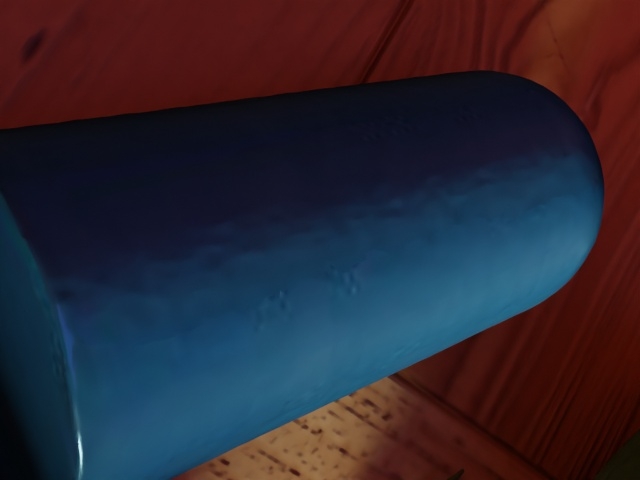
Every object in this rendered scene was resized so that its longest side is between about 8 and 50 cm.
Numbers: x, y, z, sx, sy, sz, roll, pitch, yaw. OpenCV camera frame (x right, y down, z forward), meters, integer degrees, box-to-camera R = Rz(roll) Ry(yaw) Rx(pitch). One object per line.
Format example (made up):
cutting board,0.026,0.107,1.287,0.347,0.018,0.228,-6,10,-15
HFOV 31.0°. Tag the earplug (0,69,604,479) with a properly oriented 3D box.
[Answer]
earplug,0.000,0.000,0.444,0.273,0.132,0.132,-16,104,-33

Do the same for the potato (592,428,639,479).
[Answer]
potato,0.173,0.241,0.554,0.280,0.213,0.330,-31,90,0

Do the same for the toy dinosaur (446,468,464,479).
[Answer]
toy dinosaur,0.032,0.151,0.533,0.113,0.026,0.041,-33,94,-16
